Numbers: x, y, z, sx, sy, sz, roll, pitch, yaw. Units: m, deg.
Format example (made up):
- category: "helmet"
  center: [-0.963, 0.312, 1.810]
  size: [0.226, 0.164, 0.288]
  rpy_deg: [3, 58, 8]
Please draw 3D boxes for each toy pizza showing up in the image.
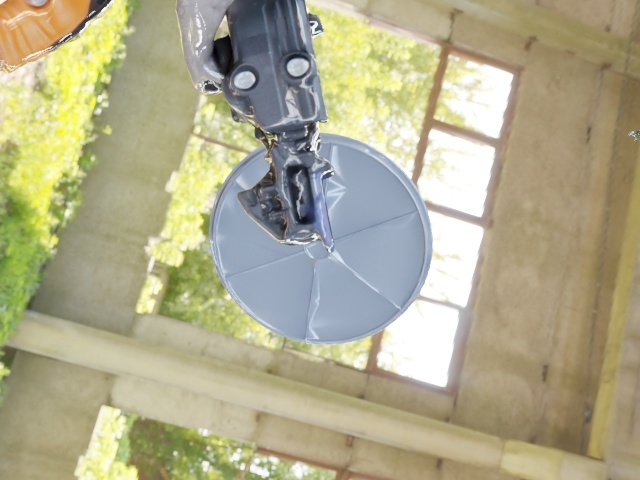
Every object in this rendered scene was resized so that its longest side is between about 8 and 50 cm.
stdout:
- category: "toy pizza"
  center: [0.000, 0.000, 0.707]
  size: [0.032, 0.201, 0.201]
  rpy_deg: [-68, 179, -68]

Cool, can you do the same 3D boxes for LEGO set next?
- category: "LEGO set"
  center: [0.560, -0.172, 1.317]
  size: [0.054, 0.083, 0.023]
  rpy_deg: [120, -6, -77]

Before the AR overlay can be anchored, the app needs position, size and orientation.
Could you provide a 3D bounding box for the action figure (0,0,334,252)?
- category: "action figure"
  center: [-0.082, -0.153, 0.423]
  size: [0.178, 0.330, 0.341]
  rpy_deg: [116, -44, -77]
